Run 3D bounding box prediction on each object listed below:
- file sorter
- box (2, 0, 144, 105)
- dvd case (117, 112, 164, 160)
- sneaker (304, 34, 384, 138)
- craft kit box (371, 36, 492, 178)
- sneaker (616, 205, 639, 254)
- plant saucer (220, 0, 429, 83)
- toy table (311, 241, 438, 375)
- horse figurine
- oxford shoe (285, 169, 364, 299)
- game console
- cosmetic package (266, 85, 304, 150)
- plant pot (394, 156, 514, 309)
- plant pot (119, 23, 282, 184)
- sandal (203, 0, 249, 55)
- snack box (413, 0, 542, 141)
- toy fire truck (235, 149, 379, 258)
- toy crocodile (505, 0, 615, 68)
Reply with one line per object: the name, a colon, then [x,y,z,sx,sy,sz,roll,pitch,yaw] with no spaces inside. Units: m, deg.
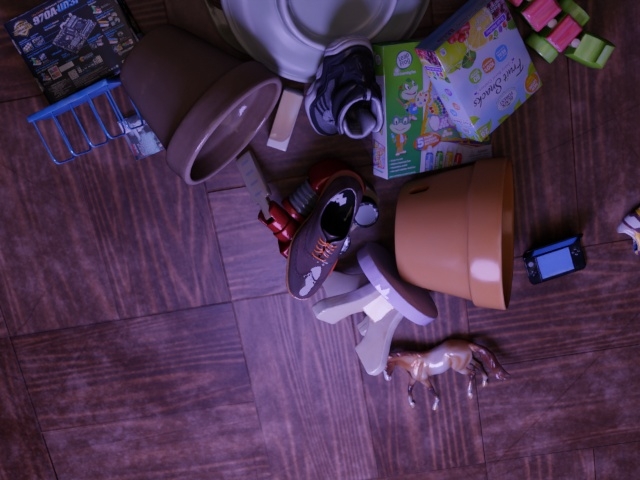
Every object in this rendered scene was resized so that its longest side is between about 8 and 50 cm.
file sorter: [-0.443,-0.229,1.549,0.170,0.118,0.104,-23,100,8]
box: [-0.458,-0.380,1.538,0.220,0.051,0.175,-25,108,9]
dvd case: [-0.332,-0.220,1.615,0.119,0.013,0.087,-23,108,7]
sneaker: [0.042,-0.235,1.474,0.101,0.153,0.268,-6,155,-15]
craft kit box: [0.213,-0.257,1.523,0.249,0.061,0.247,-14,110,-25]
sneaker: [0.694,0.010,1.670,0.185,0.069,0.084,43,113,-7]
plant saucer: [0.023,-0.448,1.421,0.400,0.100,0.400,-7,126,-10]
toy table: [0.106,0.123,1.629,0.161,0.252,0.274,-38,136,16]
horse figurine: [0.269,0.281,1.767,0.263,0.066,0.174,-17,115,9]
oxford shoe: [0.000,0.000,1.515,0.097,0.098,0.271,20,108,-5]
game console: [0.487,0.039,1.674,0.122,0.071,0.107,-18,108,7]
cosmetic package: [-0.069,-0.239,1.583,0.041,0.060,0.115,17,108,-6]
plant pot: [0.261,-0.015,1.561,0.203,0.291,0.291,1,111,17]
plant pot: [-0.237,-0.271,1.496,0.229,0.263,0.263,43,106,6]
sandal: [-0.177,-0.472,1.484,0.120,0.086,0.303,-27,108,10]
snack box: [0.291,-0.315,1.474,0.174,0.070,0.207,-43,123,-12]
toy fire truck: [-0.039,-0.091,1.605,0.246,0.158,0.217,39,106,-23]
toy crocodile: [0.392,-0.431,1.486,0.340,0.105,0.115,39,105,-12]
